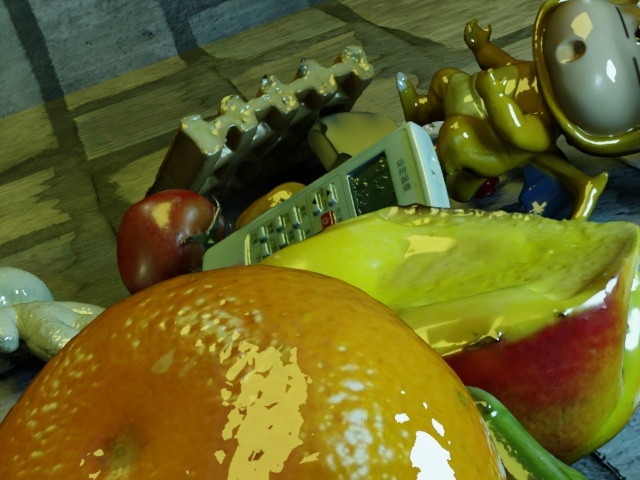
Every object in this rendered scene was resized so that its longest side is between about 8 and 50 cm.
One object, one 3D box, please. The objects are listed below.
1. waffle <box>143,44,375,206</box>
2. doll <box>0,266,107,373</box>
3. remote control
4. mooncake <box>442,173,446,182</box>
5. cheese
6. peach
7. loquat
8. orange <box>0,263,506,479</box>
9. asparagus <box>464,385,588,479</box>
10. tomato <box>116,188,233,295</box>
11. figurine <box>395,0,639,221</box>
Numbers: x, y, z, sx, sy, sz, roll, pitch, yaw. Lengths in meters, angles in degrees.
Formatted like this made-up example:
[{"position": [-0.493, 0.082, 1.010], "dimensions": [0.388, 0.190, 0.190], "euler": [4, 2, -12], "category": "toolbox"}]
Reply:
[{"position": [-0.096, -0.156, 2.334], "dimensions": [0.348, 0.077, 0.304], "euler": [-29, -12, -26], "category": "waffle"}, {"position": [-0.371, 0.124, 1.997], "dimensions": [0.278, 0.175, 0.149], "euler": [15, 75, 43], "category": "doll"}, {"position": [-0.001, 0.000, 1.825], "dimensions": [0.344, 0.050, 0.145], "euler": [-32, 50, 25], "category": "remote control"}, {"position": [0.111, -0.083, 2.152], "dimensions": [0.129, 0.073, 0.125], "euler": [-15, 22, 14], "category": "mooncake"}, {"position": [0.105, -0.153, 2.326], "dimensions": [0.255, 0.127, 0.050], "euler": [-17, -26, -36], "category": "cheese"}, {"position": [0.096, 0.114, 1.389], "dimensions": [0.380, 0.242, 0.306], "euler": [7, 33, 26], "category": "peach"}, {"position": [-0.053, -0.017, 2.069], "dimensions": [0.137, 0.113, 0.137], "euler": [-21, 30, 13], "category": "loquat"}, {"position": [-0.055, 0.225, 1.095], "dimensions": [0.424, 0.326, 0.424], "euler": [-23, 43, 23], "category": "orange"}, {"position": [0.188, 0.223, 1.129], "dimensions": [0.082, 0.085, 0.343], "euler": [-52, 48, 8], "category": "asparagus"}, {"position": [-0.203, 0.010, 2.061], "dimensions": [0.167, 0.167, 0.167], "euler": [-16, 20, 6], "category": "tomato"}, {"position": [0.302, -0.177, 1.960], "dimensions": [0.387, 0.268, 0.401], "euler": [-17, 15, 10], "category": "figurine"}]
